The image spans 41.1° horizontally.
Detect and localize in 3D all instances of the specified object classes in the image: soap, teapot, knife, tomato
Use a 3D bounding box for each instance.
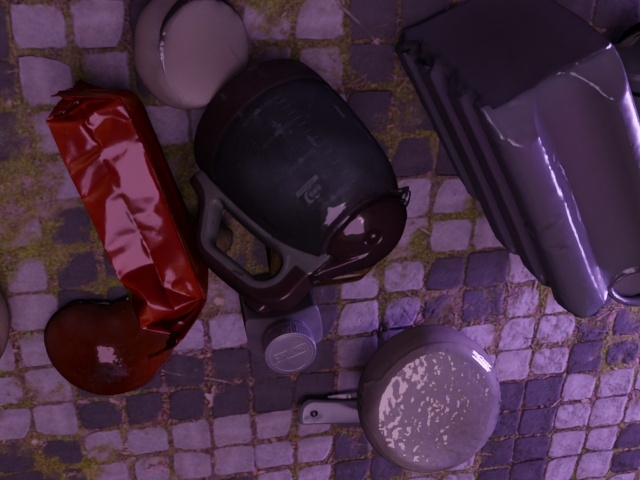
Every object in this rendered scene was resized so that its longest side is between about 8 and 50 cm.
[{"bbox_3d":[0.339,-0.141,1.323,0.213,0.350,0.435,-33,124,-1],"label":"soap"},{"bbox_3d":[-0.041,-0.060,1.234,0.315,0.312,0.233,-39,150,-5],"label":"teapot"},{"bbox_3d":[0.086,0.334,1.723,0.265,0.040,0.073,-2,110,-11],"label":"knife"},{"bbox_3d":[-0.371,0.208,1.499,0.228,0.112,0.199,-6,124,-6],"label":"tomato"}]

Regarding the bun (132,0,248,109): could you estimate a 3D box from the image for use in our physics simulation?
[{"bbox_3d":[-0.199,-0.278,1.230,0.173,0.120,0.173,-19,118,-41],"label":"bun"}]

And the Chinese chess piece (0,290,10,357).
[{"bbox_3d":[-0.644,0.141,1.395,0.257,0.104,0.257,-5,122,-9],"label":"Chinese chess piece"}]

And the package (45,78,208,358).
[{"bbox_3d":[-0.266,-0.039,1.259,0.123,0.196,0.424,-19,104,1],"label":"package"}]

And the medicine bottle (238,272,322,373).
[{"bbox_3d":[-0.067,0.138,1.475,0.132,0.188,0.088,-11,123,-6],"label":"medicine bottle"}]

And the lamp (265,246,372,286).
[{"bbox_3d":[0.000,0.000,1.430,0.185,0.161,0.161,-6,122,-6],"label":"lamp"}]

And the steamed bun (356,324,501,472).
[{"bbox_3d":[0.198,0.292,1.630,0.283,0.177,0.283,-4,105,-14],"label":"steamed bun"}]

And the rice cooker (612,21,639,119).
[{"bbox_3d":[0.584,-0.254,1.377,0.226,0.226,0.244,-28,124,5],"label":"rice cooker"}]

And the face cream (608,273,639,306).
[{"bbox_3d":[0.539,-0.001,1.526,0.175,0.195,0.175,-7,123,-11],"label":"face cream"}]

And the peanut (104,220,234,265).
[{"bbox_3d":[-0.250,0.010,1.414,0.214,0.099,0.099,2,121,-8],"label":"peanut"}]
